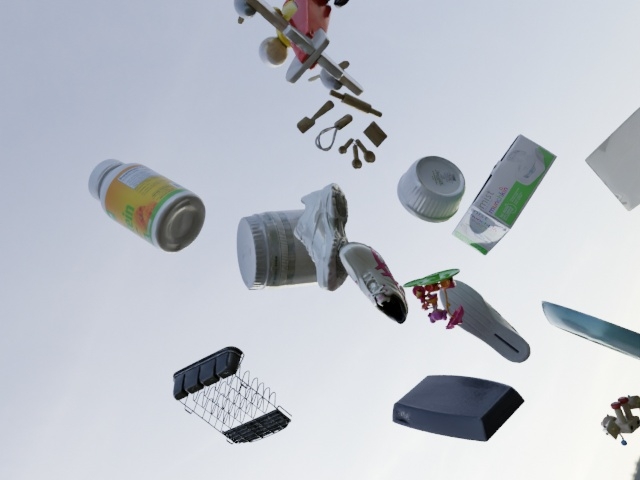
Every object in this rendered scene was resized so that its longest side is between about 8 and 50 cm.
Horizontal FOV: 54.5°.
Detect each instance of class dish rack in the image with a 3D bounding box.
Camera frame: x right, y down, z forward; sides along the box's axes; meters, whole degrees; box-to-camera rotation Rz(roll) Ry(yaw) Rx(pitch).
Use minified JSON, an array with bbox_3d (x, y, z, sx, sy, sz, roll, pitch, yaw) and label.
[{"bbox_3d":[-0.207,0.390,1.508,0.271,0.208,0.074,48,-152,-28],"label":"dish rack"}]

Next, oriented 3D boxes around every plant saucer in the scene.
[{"bbox_3d":[0.591,0.198,1.238,0.318,0.318,0.043,21,-90,-52],"label":"plant saucer"}]

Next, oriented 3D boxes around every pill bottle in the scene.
[{"bbox_3d":[-0.375,-0.083,1.317,0.136,0.246,0.136,-41,-33,-35],"label":"pill bottle"}]

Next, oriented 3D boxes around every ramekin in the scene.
[{"bbox_3d":[0.350,-0.167,1.926,0.207,0.207,0.109,-38,-17,-35],"label":"ramekin"}]

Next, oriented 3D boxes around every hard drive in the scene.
[{"bbox_3d":[0.289,0.354,1.348,0.172,0.255,0.054,-27,-76,-38],"label":"hard drive"}]

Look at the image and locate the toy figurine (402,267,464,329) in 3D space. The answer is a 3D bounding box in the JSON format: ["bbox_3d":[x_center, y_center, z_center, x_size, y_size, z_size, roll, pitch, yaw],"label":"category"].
[{"bbox_3d":[0.340,0.180,1.782,0.130,0.173,0.159,-27,-81,-66],"label":"toy figurine"}]

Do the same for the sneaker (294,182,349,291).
[{"bbox_3d":[0.000,0.000,1.298,0.090,0.115,0.232,33,-129,-52],"label":"sneaker"}]

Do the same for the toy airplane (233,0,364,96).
[{"bbox_3d":[-0.065,-0.545,1.688,0.384,0.272,0.386,-24,-93,-54],"label":"toy airplane"}]

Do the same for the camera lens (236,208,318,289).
[{"bbox_3d":[-0.077,0.023,1.736,0.274,0.219,0.219,-5,-70,-22],"label":"camera lens"}]

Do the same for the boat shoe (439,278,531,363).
[{"bbox_3d":[0.502,0.256,1.935,0.121,0.335,0.119,-46,-13,4],"label":"boat shoe"}]

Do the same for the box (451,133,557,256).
[{"bbox_3d":[0.500,-0.122,1.717,0.262,0.127,0.231,-52,-10,-18],"label":"box"}]

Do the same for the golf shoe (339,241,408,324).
[{"bbox_3d":[0.105,0.077,1.149,0.067,0.086,0.186,-39,-68,12],"label":"golf shoe"}]

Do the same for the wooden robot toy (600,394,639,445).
[{"bbox_3d":[0.609,0.361,1.272,0.173,0.079,0.076,-18,-100,-32],"label":"wooden robot toy"}]

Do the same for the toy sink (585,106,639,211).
[{"bbox_3d":[0.696,-0.193,1.287,0.131,0.152,0.234,-30,-16,-17],"label":"toy sink"}]

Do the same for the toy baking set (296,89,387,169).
[{"bbox_3d":[0.067,-0.296,1.612,0.256,0.030,0.196,23,-116,-23],"label":"toy baking set"}]
